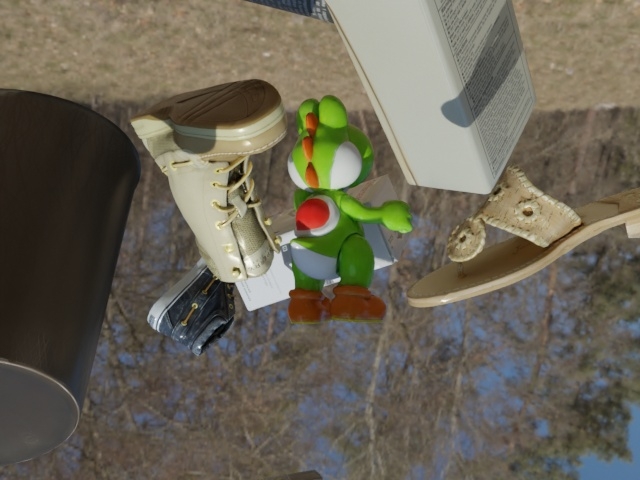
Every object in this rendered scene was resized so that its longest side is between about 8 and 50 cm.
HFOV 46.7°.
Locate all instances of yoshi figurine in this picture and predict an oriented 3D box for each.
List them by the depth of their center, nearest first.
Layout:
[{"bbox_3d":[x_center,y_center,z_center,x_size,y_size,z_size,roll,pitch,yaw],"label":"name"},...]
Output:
[{"bbox_3d":[0.033,-0.049,1.209,0.203,0.362,0.203,-2,177,-12],"label":"yoshi figurine"}]

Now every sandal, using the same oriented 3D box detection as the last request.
[{"bbox_3d":[0.170,-0.026,0.577,0.240,0.079,0.088,-18,-168,-2],"label":"sandal"}]

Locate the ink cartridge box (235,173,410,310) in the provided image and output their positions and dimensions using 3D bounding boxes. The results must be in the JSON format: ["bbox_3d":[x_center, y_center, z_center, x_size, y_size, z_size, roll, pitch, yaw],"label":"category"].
[{"bbox_3d":[0.000,0.000,1.439,0.307,0.129,0.223,-19,-168,20],"label":"ink cartridge box"}]

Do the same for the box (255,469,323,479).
[{"bbox_3d":[-0.070,0.398,0.849,0.183,0.231,0.056,-9,173,-11],"label":"box"}]

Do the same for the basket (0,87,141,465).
[{"bbox_3d":[-0.227,0.024,0.514,0.204,0.154,0.227,-4,-132,-11],"label":"basket"}]

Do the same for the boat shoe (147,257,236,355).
[{"bbox_3d":[-0.131,0.066,0.950,0.083,0.065,0.183,34,-124,11],"label":"boat shoe"}]

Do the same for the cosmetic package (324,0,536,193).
[{"bbox_3d":[0.122,-0.210,0.775,0.113,0.309,0.160,10,-123,37],"label":"cosmetic package"}]

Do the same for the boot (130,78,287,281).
[{"bbox_3d":[-0.088,-0.052,0.762,0.095,0.203,0.262,-34,-156,-28],"label":"boot"}]

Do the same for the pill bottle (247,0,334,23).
[{"bbox_3d":[-0.008,-0.361,0.920,0.283,0.161,0.161,18,-160,9],"label":"pill bottle"}]
